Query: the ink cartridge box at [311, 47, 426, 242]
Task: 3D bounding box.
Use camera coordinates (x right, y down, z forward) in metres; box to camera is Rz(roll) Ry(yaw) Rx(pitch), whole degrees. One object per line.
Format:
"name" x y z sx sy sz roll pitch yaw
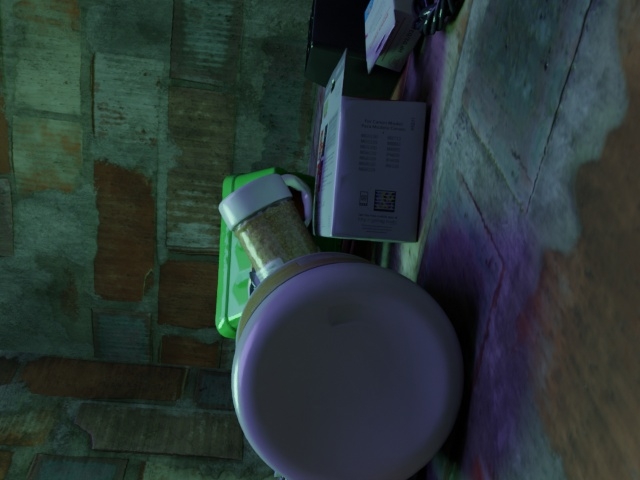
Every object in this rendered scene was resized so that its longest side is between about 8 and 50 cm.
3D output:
"ink cartridge box" 0.071 -0.136 1.219 0.309 0.130 0.272 -165 80 -84

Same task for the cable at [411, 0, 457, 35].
"cable" 0.161 -0.346 1.005 0.184 0.047 0.150 107 163 -52

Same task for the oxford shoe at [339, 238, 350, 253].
"oxford shoe" 0.000 0.000 1.833 0.123 0.130 0.348 -92 10 -59

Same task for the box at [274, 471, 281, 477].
"box" -0.046 0.494 1.812 0.137 0.126 0.072 -93 12 -62

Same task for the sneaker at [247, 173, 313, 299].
"sneaker" -0.074 0.031 1.396 0.127 0.126 0.321 76 -166 -71

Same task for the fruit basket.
"fruit basket" -0.101 0.053 1.673 0.392 0.283 0.392 -31 53 53

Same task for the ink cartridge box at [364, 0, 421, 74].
"ink cartridge box" 0.119 -0.345 1.211 0.104 0.061 0.181 120 159 -45

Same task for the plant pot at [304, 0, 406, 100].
"plant pot" 0.061 -0.374 1.401 0.187 0.167 0.188 115 161 -73

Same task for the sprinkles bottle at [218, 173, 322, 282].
"sprinkles bottle" -0.036 0.067 1.275 0.355 0.121 0.121 61 170 4

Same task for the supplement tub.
"supplement tub" 0.017 0.136 0.914 0.331 0.241 0.241 -154 70 -85

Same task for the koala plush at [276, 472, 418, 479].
"koala plush" 0.040 0.347 0.850 0.221 0.203 0.196 -164 80 -73
